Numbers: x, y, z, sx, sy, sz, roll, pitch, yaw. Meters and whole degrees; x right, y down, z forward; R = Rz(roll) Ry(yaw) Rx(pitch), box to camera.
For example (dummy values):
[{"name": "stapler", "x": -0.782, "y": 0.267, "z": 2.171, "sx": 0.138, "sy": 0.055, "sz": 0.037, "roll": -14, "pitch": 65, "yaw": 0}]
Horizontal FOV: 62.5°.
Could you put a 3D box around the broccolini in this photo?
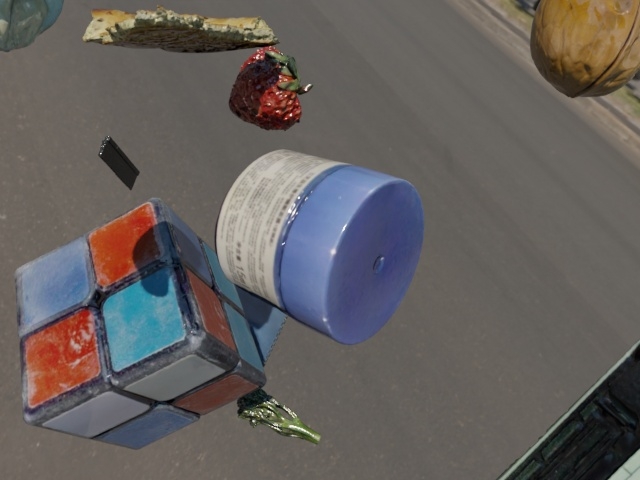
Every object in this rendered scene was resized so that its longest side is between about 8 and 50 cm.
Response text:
[{"name": "broccolini", "x": -0.095, "y": 0.386, "z": 1.145, "sx": 0.202, "sy": 0.091, "sz": 0.068, "roll": 20, "pitch": -2, "yaw": 21}]

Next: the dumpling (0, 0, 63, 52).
[{"name": "dumpling", "x": -0.266, "y": -0.206, "z": 0.380, "sx": 0.099, "sy": 0.169, "sz": 0.134, "roll": -8, "pitch": 83, "yaw": -5}]

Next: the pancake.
[{"name": "pancake", "x": -0.181, "y": -0.284, "z": 0.686, "sx": 0.265, "sy": 0.057, "sz": 0.244, "roll": -5, "pitch": 13, "yaw": -7}]

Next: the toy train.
[{"name": "toy train", "x": 0.225, "y": 0.224, "z": 0.457, "sx": 0.088, "sy": 0.407, "sz": 0.086, "roll": 41, "pitch": 7, "yaw": -13}]

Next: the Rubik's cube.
[{"name": "Rubik's cube", "x": -0.326, "y": 0.166, "z": 0.988, "sx": 0.319, "sy": 0.313, "sz": 0.316, "roll": 65, "pitch": 2, "yaw": 31}]

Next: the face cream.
[{"name": "face cream", "x": 0.000, "y": 0.000, "z": 0.794, "sx": 0.225, "sy": 0.249, "sz": 0.248, "roll": 23, "pitch": 24, "yaw": 34}]

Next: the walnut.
[{"name": "walnut", "x": 0.390, "y": -0.309, "z": 0.756, "sx": 0.167, "sy": 0.207, "sz": 0.167, "roll": 10, "pitch": 8, "yaw": -1}]

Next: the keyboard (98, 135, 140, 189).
[{"name": "keyboard", "x": -0.505, "y": -0.192, "z": 1.325, "sx": 0.018, "sy": 0.195, "sz": 0.060, "roll": 13, "pitch": 72, "yaw": 7}]

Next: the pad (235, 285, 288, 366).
[{"name": "pad", "x": -0.238, "y": 0.244, "z": 1.608, "sx": 0.269, "sy": 0.269, "sz": 0.012, "roll": 36, "pitch": 22, "yaw": 24}]

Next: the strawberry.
[{"name": "strawberry", "x": -0.101, "y": -0.251, "z": 0.888, "sx": 0.085, "sy": 0.141, "sz": 0.192, "roll": -21, "pitch": 40, "yaw": -40}]
